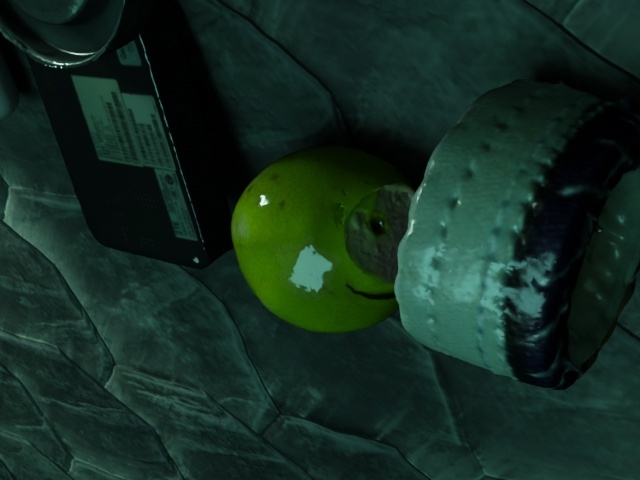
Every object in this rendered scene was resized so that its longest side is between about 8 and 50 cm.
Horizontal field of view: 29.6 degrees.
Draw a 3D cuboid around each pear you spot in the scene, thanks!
[{"bbox_3d":[0.000,0.000,1.184,0.220,0.187,0.187,5,132,52],"label":"pear"}]

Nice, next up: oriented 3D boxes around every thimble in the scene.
[{"bbox_3d":[0.170,-0.008,0.958,0.150,0.237,0.237,20,142,26],"label":"thimble"}]

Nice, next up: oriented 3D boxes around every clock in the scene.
[{"bbox_3d":[-0.255,-0.302,1.143,0.281,0.055,0.280,23,126,35],"label":"clock"}]

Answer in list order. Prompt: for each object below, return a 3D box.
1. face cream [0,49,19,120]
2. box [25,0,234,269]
[{"bbox_3d":[-0.468,-0.294,1.425,0.163,0.080,0.336,19,141,34],"label":"face cream"},{"bbox_3d":[-0.215,-0.139,1.305,0.211,0.058,0.350,9,126,40],"label":"box"}]
